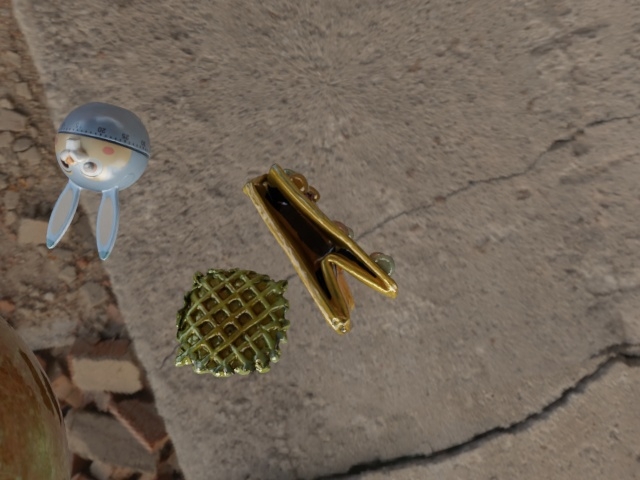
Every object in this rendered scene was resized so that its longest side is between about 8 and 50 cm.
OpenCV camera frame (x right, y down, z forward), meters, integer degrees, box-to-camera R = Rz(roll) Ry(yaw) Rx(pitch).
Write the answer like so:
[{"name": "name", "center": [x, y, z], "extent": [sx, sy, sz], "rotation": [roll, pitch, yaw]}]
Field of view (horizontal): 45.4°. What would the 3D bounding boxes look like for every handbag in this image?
[{"name": "handbag", "center": [0.000, 0.000, 1.263], "extent": [0.133, 0.401, 0.283], "rotation": [-42, 88, 2]}]

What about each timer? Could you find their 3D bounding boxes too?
[{"name": "timer", "center": [-0.389, -0.119, 1.292], "extent": [0.175, 0.175, 0.255], "rotation": [24, 64, -4]}]

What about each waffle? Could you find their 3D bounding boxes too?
[{"name": "waffle", "center": [-0.164, 0.153, 1.429], "extent": [0.214, 0.054, 0.207], "rotation": [8, 73, -1]}]

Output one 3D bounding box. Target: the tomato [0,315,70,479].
[{"name": "tomato", "center": [-0.273, 0.119, 0.414], "extent": [0.270, 0.270, 0.222], "rotation": [9, 70, -1]}]
